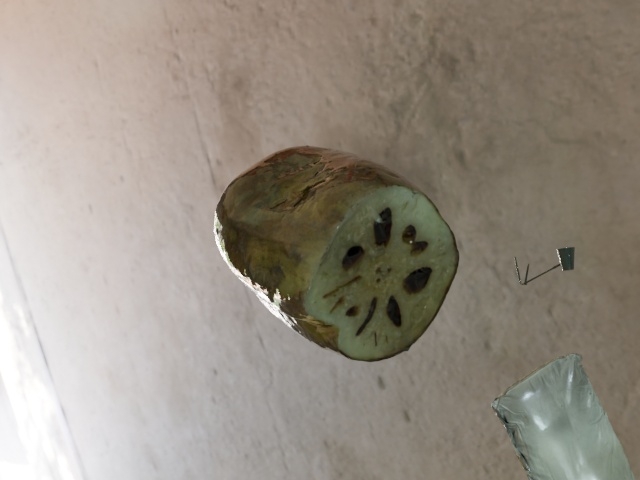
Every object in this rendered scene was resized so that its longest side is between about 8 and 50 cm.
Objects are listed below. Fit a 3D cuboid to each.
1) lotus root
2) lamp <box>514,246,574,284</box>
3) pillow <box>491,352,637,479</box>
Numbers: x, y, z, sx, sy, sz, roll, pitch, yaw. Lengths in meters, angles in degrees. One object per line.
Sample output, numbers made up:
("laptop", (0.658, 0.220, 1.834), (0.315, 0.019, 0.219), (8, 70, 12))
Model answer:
("lotus root", (0.000, 0.000, 1.191), (0.346, 0.251, 0.250), (26, 124, 52))
("lamp", (0.415, 0.048, 1.654), (0.121, 0.041, 0.054), (-15, 78, 49))
("pillow", (0.305, 0.261, 1.106), (0.051, 0.128, 0.229), (-148, 33, -84))
